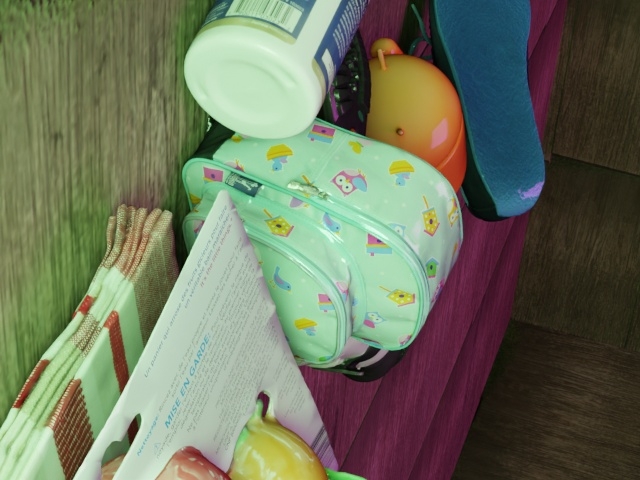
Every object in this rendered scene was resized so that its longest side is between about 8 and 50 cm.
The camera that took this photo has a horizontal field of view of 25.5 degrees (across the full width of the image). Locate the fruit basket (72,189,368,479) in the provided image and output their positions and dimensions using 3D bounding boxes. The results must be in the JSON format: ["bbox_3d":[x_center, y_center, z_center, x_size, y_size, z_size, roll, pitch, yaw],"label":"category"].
[{"bbox_3d":[-0.089,0.196,0.859,0.327,0.165,0.353,-66,151,-30],"label":"fruit basket"}]

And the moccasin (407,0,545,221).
[{"bbox_3d":[0.162,-0.187,1.588,0.117,0.137,0.342,143,-53,-68],"label":"moccasin"}]

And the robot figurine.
[{"bbox_3d":[0.074,-0.099,1.351,0.158,0.128,0.219,-57,164,-12],"label":"robot figurine"}]

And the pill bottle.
[{"bbox_3d":[-0.020,-0.158,0.959,0.094,0.094,0.169,87,22,-52],"label":"pill bottle"}]

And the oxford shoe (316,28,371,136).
[{"bbox_3d":[-0.010,-0.097,1.116,0.083,0.096,0.227,6,80,-63],"label":"oxford shoe"}]

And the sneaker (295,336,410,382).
[{"bbox_3d":[0.003,0.065,1.293,0.146,0.122,0.330,-50,158,-23],"label":"sneaker"}]

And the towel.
[{"bbox_3d":[-0.160,0.167,0.846,0.237,0.037,0.329,90,21,-53],"label":"towel"}]

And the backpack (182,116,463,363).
[{"bbox_3d":[0.000,0.000,0.997,0.166,0.188,0.144,88,20,-52],"label":"backpack"}]
